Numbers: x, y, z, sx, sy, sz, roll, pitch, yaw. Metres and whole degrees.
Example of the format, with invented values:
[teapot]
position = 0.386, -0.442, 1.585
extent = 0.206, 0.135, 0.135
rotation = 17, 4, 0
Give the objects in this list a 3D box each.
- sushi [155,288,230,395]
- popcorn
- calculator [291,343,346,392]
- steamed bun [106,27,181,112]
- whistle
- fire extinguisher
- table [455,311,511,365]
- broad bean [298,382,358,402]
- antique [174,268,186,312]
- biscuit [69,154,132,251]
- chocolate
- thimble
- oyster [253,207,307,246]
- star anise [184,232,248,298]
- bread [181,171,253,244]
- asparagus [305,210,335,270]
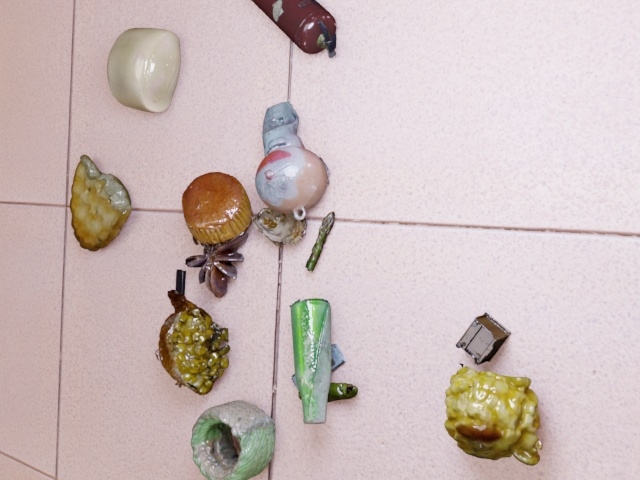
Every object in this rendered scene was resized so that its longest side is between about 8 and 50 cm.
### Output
[sushi]
position = -0.364, 0.291, 1.752
extent = 0.179, 0.166, 0.297
rotation = -16, 73, 57
[popcorn]
position = 0.345, 0.347, 1.235
extent = 0.189, 0.218, 0.170
rotation = 2, 54, 20
[calculator]
position = -0.008, 0.327, 1.577
extent = 0.172, 0.018, 0.057
rotation = -41, 69, 27
[steamed bun]
position = -0.534, -0.518, 1.867
extent = 0.200, 0.154, 0.250
rotation = 20, 104, 34
[whistle]
position = -0.092, -0.210, 1.556
extent = 0.189, 0.189, 0.348
rotation = -28, 63, 32
[fire extinguisher]
position = -0.058, -0.569, 1.546
extent = 0.114, 0.135, 0.337
rotation = -39, 67, -2
[table]
position = 0.336, 0.207, 1.294
extent = 0.070, 0.082, 0.083
rotation = 41, 112, 27
[broad bean]
position = 0.028, 0.374, 1.530
extent = 0.195, 0.061, 0.046
rotation = -23, 45, 45
[antique]
position = -0.426, 0.184, 1.873
extent = 0.031, 0.015, 0.192
rotation = 4, 92, 35
[biscuit]
position = -0.741, -0.138, 2.065
extent = 0.329, 0.078, 0.335
rotation = -20, 78, 36
[chocolate]
position = -0.018, 0.292, 1.496
extent = 0.110, 0.110, 0.291
rotation = -16, 67, 34
[thimble]
position = -0.228, 0.534, 1.650
extent = 0.218, 0.150, 0.219
rotation = 0, 90, 36
[oyster]
position = -0.110, -0.039, 1.626
extent = 0.177, 0.056, 0.106
rotation = 6, 78, 30
[star anise]
position = -0.295, 0.047, 1.742
extent = 0.229, 0.093, 0.237
rotation = -8, 89, 29
[bread]
position = -0.283, -0.092, 1.668
extent = 0.199, 0.104, 0.199
rotation = -6, 57, 10
[asparagus]
position = 0.000, 0.000, 1.559
extent = 0.030, 0.036, 0.165
rotation = 28, 105, 24
